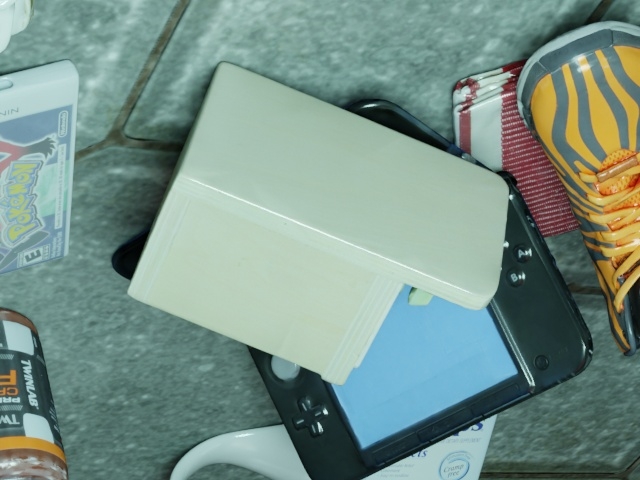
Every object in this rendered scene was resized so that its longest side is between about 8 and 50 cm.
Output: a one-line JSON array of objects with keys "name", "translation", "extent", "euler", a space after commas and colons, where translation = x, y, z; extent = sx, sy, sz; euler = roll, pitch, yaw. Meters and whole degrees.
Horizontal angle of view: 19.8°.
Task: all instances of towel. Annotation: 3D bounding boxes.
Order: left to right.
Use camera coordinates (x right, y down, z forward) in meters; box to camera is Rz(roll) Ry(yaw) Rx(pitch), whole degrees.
[{"name": "towel", "translation": [0.268, -0.093, 1.513], "extent": [0.329, 0.037, 0.237], "euler": [-14, 148, -3]}]

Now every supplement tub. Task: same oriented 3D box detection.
[{"name": "supplement tub", "translation": [-0.261, 0.158, 1.476], "extent": [0.106, 0.198, 0.106], "euler": [-13, 145, -9]}]

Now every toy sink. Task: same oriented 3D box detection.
[{"name": "toy sink", "translation": [0.000, 0.000, 1.324], "extent": [0.234, 0.152, 0.131], "euler": [21, 128, -6]}]

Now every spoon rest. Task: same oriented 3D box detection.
[{"name": "spoon rest", "translation": [-0.036, 0.218, 1.788], "extent": [0.276, 0.084, 0.137], "euler": [-13, 149, -31]}]

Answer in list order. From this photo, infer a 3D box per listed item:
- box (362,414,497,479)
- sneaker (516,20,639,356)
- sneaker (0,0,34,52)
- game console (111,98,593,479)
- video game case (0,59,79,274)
[{"name": "box", "translation": [0.090, 0.174, 1.726], "extent": [0.126, 0.072, 0.137], "euler": [2, 114, -27]}, {"name": "sneaker", "translation": [0.248, -0.026, 1.402], "extent": [0.125, 0.180, 0.321], "euler": [-22, 148, 11]}, {"name": "sneaker", "translation": [-0.177, -0.200, 1.107], "extent": [0.293, 0.108, 0.169], "euler": [-10, 148, 5]}, {"name": "game console", "translation": [0.024, 0.055, 1.470], "extent": [0.293, 0.250, 0.173], "euler": [-30, 171, 30]}, {"name": "video game case", "translation": [-0.265, -0.034, 1.323], "extent": [0.183, 0.023, 0.201], "euler": [-17, 146, -23]}]
